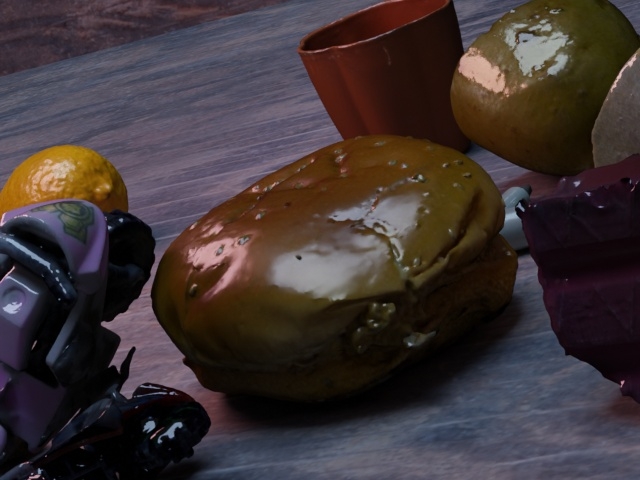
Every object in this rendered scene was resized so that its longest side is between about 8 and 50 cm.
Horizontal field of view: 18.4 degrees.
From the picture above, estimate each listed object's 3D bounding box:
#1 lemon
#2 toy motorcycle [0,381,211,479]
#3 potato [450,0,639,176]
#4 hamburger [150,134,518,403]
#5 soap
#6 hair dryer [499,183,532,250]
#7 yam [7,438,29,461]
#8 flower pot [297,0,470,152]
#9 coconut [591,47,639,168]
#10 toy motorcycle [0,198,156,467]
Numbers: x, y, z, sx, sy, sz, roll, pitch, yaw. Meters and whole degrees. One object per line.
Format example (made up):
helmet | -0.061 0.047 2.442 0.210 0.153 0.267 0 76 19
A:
lemon | -0.303 -0.035 2.293 0.187 0.142 0.142 -22 12 34
toy motorcycle | -0.177 0.171 1.542 0.213 0.082 0.122 -27 7 11
potato | 0.255 -0.138 1.960 0.203 0.178 0.158 -10 28 -21
hamburger | 0.013 0.027 1.656 0.290 0.170 0.314 -37 24 -31
soap | 0.288 0.020 1.324 0.289 0.182 0.112 -12 14 44
hair dryer | 0.156 -0.019 1.889 0.155 0.044 0.183 -14 11 16
yam | -0.328 0.165 1.763 0.179 0.078 0.078 -10 18 40
flower pot | 0.086 -0.170 2.222 0.191 0.173 0.190 -18 14 5
coconut | 0.340 -0.079 1.504 0.239 0.239 0.244 -10 15 31
toy motorcycle | -0.253 0.090 1.593 0.143 0.188 0.327 31 72 21
